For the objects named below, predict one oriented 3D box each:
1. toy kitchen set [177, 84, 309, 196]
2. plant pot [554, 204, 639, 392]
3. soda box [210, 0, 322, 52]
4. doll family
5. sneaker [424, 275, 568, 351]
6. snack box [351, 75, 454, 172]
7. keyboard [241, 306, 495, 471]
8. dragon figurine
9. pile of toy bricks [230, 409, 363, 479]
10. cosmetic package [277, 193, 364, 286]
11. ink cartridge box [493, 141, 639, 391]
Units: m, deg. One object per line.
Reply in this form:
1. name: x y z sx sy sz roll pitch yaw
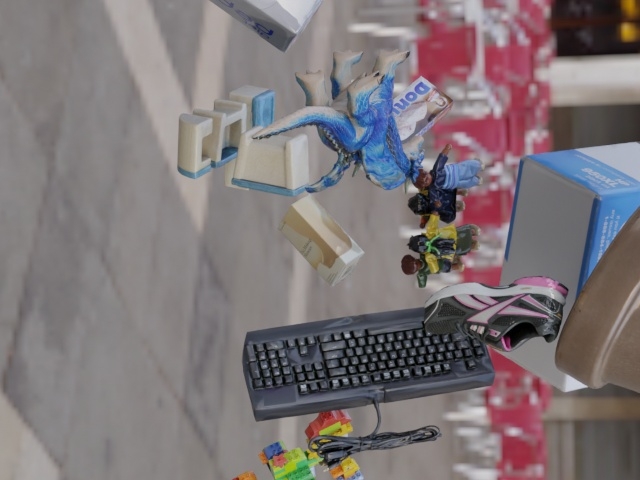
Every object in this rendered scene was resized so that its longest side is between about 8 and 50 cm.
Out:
1. toy kitchen set: -0.063 -0.095 1.971 0.207 0.166 0.122 -36 133 -61
2. plant pot: 0.433 0.099 1.912 0.263 0.229 0.263 -46 158 -25
3. soda box: -0.121 -0.309 1.637 0.091 0.286 0.098 -56 -176 -9
4. doll family: 0.152 -0.031 2.133 0.076 0.111 0.193 11 -76 55
5. sneaker: 0.198 0.093 1.915 0.072 0.178 0.077 40 47 -45
6. snack box: 0.108 -0.160 2.327 0.178 0.064 0.022 -42 160 -29
7. keyboard: 0.066 0.181 2.074 0.033 0.317 0.202 105 -26 -60
8. dragon figurine: 0.030 -0.086 1.477 0.289 0.085 0.144 -48 135 -64
9. pile of toy bricks: -0.040 0.300 2.138 0.118 0.212 0.105 58 -13 32
10. cosmetic package: 0.000 0.000 2.252 0.041 0.115 0.060 -32 161 -39
11. ink cartridge box: 0.451 0.021 2.281 0.166 0.394 0.286 32 -57 48
